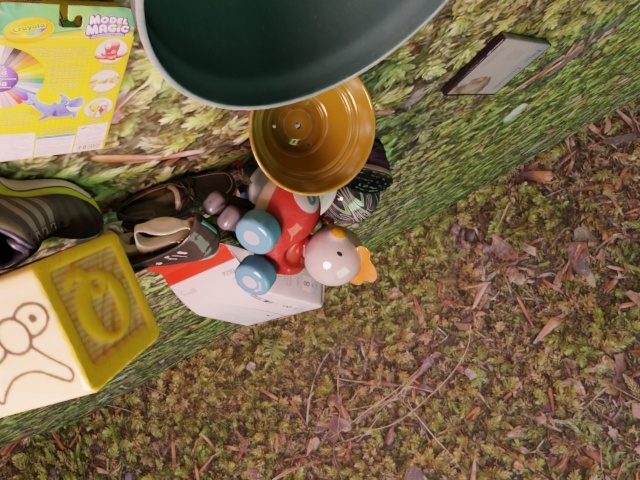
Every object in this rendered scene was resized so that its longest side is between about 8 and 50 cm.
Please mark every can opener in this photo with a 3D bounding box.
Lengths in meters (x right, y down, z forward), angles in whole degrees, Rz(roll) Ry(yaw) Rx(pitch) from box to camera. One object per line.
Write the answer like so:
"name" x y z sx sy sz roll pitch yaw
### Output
"can opener" -0.156 -0.029 0.985 0.095 0.076 0.283 -49 170 7

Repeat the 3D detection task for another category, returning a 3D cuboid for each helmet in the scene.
"helmet" 0.064 -0.122 1.233 0.169 0.162 0.169 -27 168 -7

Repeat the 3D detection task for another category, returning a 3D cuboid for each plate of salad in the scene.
"plate of salad" -0.062 -0.115 1.126 0.199 0.048 0.200 -7 133 -7

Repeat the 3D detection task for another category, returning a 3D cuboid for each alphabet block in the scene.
"alphabet block" -0.394 0.120 0.752 0.197 0.192 0.193 -17 -168 15

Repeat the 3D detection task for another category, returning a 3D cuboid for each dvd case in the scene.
"dvd case" 0.414 -0.406 1.199 0.253 0.022 0.180 -17 162 -44

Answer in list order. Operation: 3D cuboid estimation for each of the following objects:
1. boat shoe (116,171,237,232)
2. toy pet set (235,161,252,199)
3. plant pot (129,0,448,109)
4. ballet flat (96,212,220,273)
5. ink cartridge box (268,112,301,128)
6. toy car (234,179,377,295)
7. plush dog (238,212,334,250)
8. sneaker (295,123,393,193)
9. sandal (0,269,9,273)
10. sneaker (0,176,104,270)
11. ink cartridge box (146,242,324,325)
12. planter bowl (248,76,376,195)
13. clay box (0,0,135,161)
"boat shoe" -0.256 -0.072 0.924 0.223 0.080 0.073 -21 173 -13
"toy pet set" -0.192 -0.087 1.037 0.122 0.065 0.114 -27 167 -5
"plant pot" -0.030 -0.268 0.380 0.293 0.196 0.293 -27 167 -7
"ballet flat" -0.311 0.006 0.867 0.280 0.095 0.096 -16 144 4
"ink cartridge box" -0.078 -0.206 0.900 0.083 0.028 0.048 -26 167 -12
"toy car" 0.000 0.000 0.932 0.219 0.238 0.210 -57 164 -44
"plush dog" -0.090 -0.032 1.311 0.262 0.211 0.225 0 -155 40
"sneaker" 0.027 -0.194 1.050 0.283 0.124 0.107 18 147 -39
"sandal" -0.618 0.111 0.844 0.302 0.086 0.120 -33 167 19
"sneaker" -0.415 -0.017 0.700 0.111 0.121 0.300 -32 167 17
"ink cartridge box" -0.233 0.097 1.116 0.385 0.091 0.308 18 155 -36
"planter bowl" -0.024 -0.188 0.845 0.217 0.217 0.090 -26 -157 -14
"clay box" -0.281 -0.173 0.538 0.127 0.053 0.222 -18 162 -39
